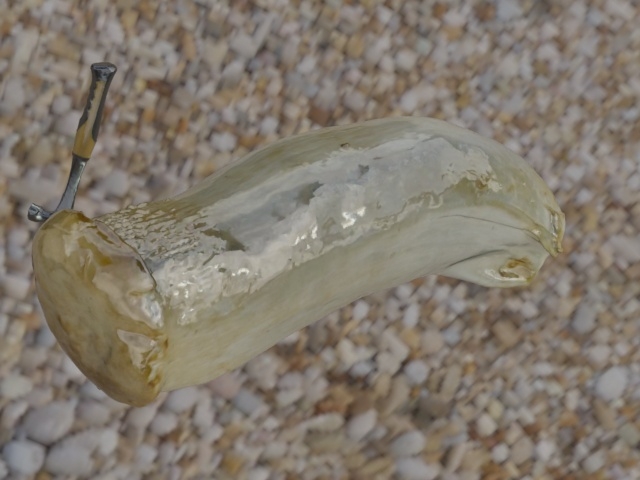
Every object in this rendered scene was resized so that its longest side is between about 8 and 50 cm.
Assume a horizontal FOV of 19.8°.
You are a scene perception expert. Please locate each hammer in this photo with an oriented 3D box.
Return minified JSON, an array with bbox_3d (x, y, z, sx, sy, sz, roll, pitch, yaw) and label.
[{"bbox_3d":[-0.248,-0.095,1.935,0.078,0.201,0.021,20,24,-2],"label":"hammer"}]

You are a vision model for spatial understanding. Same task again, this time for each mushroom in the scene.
[{"bbox_3d":[0.000,0.000,1.014,0.351,0.095,0.122,-13,99,-38],"label":"mushroom"}]
